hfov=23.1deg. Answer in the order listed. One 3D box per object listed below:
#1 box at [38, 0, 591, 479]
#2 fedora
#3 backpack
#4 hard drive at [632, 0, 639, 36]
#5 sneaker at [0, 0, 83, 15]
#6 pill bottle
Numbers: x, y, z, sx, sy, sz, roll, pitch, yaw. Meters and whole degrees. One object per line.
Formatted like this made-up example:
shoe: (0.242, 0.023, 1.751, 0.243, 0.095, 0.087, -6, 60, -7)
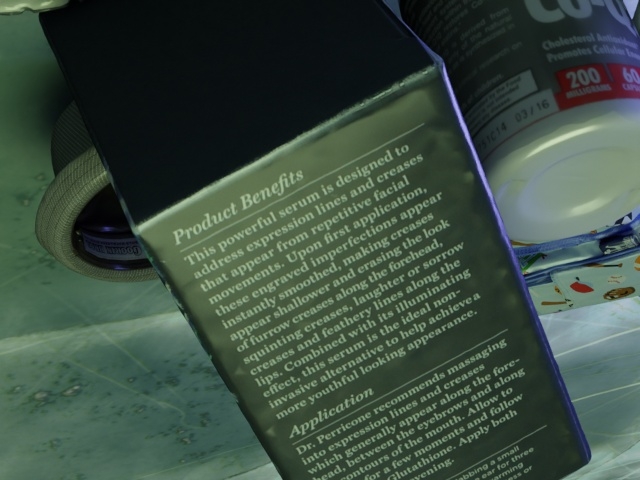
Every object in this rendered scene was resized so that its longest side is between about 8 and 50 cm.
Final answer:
box: (0.000, 0.000, 1.131, 0.212, 0.293, 0.395, -28, 129, -2)
fedora: (-0.120, -0.078, 1.340, 0.275, 0.124, 0.244, -25, 152, 3)
backpack: (0.201, -0.053, 1.438, 0.263, 0.276, 0.213, -22, 147, 23)
hard drive: (0.373, -0.261, 1.199, 0.064, 0.237, 0.339, 39, 131, -10)
sneaker: (-0.159, -0.246, 1.086, 0.275, 0.107, 0.110, -25, 131, 4)
pill bottle: (0.152, -0.156, 1.186, 0.161, 0.283, 0.161, -13, 151, -7)
